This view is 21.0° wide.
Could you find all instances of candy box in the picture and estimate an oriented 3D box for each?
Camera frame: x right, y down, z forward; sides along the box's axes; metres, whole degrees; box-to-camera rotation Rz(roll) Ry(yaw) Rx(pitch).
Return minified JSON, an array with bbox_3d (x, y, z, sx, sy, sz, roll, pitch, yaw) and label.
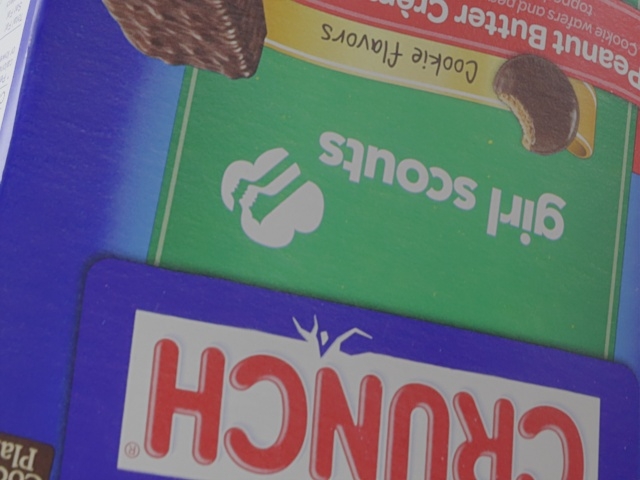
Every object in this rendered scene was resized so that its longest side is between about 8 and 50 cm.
[{"bbox_3d":[0.000,0.000,0.608,0.122,0.268,0.317,-26,51,60],"label":"candy box"}]
